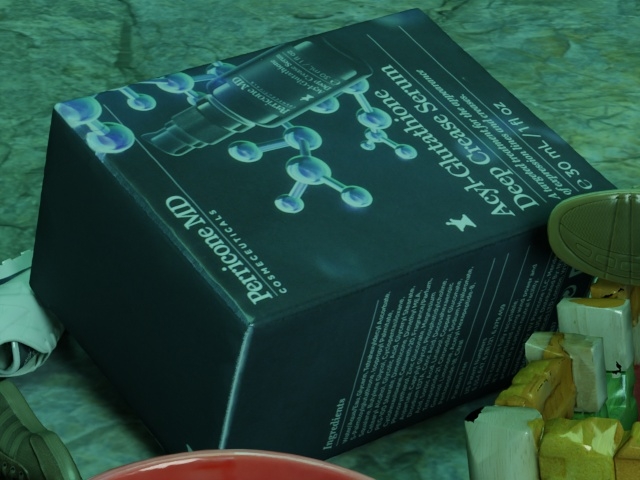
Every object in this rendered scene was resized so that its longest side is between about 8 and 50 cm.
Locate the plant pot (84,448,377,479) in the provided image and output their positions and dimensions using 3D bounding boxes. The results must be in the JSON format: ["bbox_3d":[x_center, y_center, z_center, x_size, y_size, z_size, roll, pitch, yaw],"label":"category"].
[{"bbox_3d":[-0.051,0.296,1.170,0.275,0.243,0.275,2,27,-1],"label":"plant pot"}]

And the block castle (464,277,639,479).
[{"bbox_3d":[0.307,0.160,1.497,0.303,0.212,0.453,1,19,23],"label":"block castle"}]

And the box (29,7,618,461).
[{"bbox_3d":[0.000,0.000,1.697,0.395,0.212,0.293,-19,50,-33],"label":"box"}]

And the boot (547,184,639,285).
[{"bbox_3d":[0.279,-0.026,1.613,0.213,0.077,0.165,-2,18,-3],"label":"boot"}]

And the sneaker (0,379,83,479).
[{"bbox_3d":[-0.242,0.179,1.585,0.071,0.066,0.188,-28,32,-17],"label":"sneaker"}]

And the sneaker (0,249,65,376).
[{"bbox_3d":[-0.262,0.070,1.764,0.095,0.090,0.235,44,35,14],"label":"sneaker"}]
